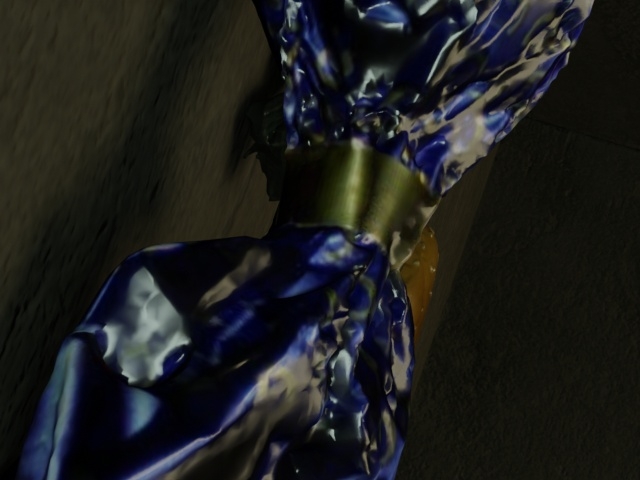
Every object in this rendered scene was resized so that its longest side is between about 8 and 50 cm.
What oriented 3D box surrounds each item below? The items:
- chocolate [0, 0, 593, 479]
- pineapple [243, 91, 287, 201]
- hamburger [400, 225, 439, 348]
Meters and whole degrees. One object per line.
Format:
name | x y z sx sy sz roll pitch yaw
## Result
chocolate | -0.004 0.003 0.457 0.148 0.126 0.343 95 15 -67
pineapple | 0.017 -0.071 0.658 0.159 0.074 0.074 -59 165 -46
hamburger | 0.018 0.045 0.874 0.147 0.083 0.138 -11 114 -85
